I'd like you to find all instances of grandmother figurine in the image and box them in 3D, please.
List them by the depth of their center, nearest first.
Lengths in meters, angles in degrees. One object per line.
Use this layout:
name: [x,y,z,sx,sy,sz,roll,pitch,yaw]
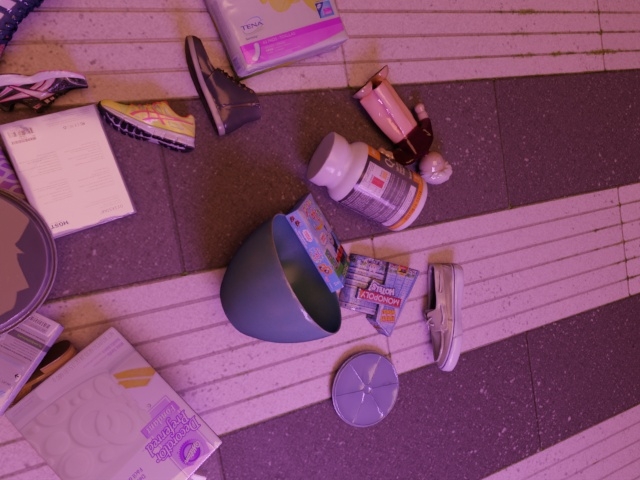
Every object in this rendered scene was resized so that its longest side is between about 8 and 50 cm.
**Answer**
grandmother figurine: [0.229,-0.285,1.247,0.208,0.104,0.342,-45,104,-7]

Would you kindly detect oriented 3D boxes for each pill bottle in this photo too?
pill bottle: [0.116,-0.148,1.166,0.278,0.162,0.162,26,81,-21]

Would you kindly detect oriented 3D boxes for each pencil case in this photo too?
pencil case: [-0.627,-0.088,0.899,0.088,0.086,0.206,-22,95,16]

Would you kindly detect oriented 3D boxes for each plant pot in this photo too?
plant pot: [-0.107,0.112,1.044,0.195,0.290,0.290,-28,103,15]

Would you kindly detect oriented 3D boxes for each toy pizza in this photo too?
toy pizza: [0.120,0.396,1.246,0.201,0.032,0.201,0,90,-23]

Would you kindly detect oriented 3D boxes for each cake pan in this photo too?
cake pan: [-0.617,0.038,0.797,0.293,0.054,0.293,1,88,-34]

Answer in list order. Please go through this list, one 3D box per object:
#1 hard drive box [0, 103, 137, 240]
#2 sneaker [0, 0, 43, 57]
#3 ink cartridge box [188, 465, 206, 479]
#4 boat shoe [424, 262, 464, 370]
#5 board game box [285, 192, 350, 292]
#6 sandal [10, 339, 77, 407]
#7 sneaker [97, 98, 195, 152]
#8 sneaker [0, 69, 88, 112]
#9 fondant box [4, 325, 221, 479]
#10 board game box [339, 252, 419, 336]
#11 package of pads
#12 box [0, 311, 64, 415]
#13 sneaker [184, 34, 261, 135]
hard drive box: [-0.506,-0.136,0.948,0.181,0.089,0.232,-21,98,-21]
sneaker: [-0.624,-0.409,0.884,0.350,0.131,0.148,-31,109,-13]
ink cartridge box: [-0.314,0.524,1.008,0.090,0.143,0.092,24,81,-21]
boat shoe: [0.338,0.210,1.308,0.094,0.109,0.302,7,79,-7]
board game box: [0.000,0.000,1.128,0.039,0.160,0.211,-27,103,19]
sandal: [-0.592,0.298,0.925,0.240,0.088,0.079,-31,124,-16]
sneaker: [-0.371,-0.268,1.014,0.208,0.081,0.094,18,77,-28]
sneaker: [-0.564,-0.299,0.942,0.178,0.072,0.077,-11,107,-14]
fondant box: [-0.395,0.372,0.920,0.330,0.096,0.238,44,65,5]
board game box: [0.152,0.151,1.240,0.194,0.060,0.194,15,84,-22]
package of pads: [-0.106,-0.538,1.100,0.296,0.101,0.229,-27,101,-20]
box: [-0.607,0.210,0.873,0.145,0.038,0.186,27,66,-3]
sneaker: [-0.223,-0.365,1.065,0.118,0.083,0.222,-25,110,-17]
